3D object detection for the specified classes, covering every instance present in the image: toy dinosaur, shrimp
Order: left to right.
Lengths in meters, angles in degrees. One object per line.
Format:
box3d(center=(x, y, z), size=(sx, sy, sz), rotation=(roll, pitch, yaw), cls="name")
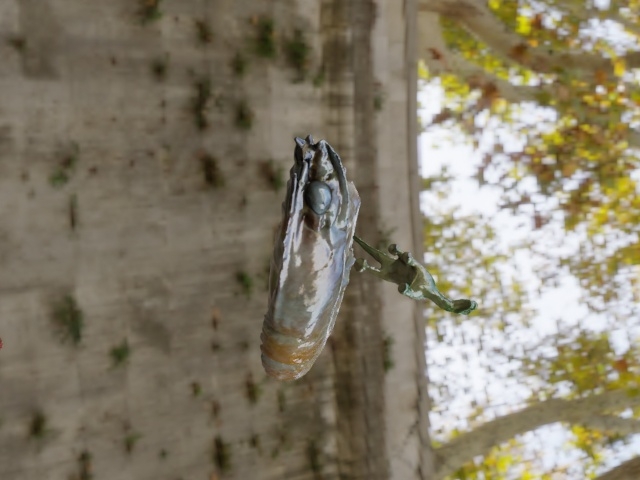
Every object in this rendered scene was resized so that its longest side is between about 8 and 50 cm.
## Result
box3d(center=(0.000, 0.000, 1.081), size=(0.062, 0.164, 0.317), rotation=(17, -34, 8), cls="shrimp")
box3d(center=(0.058, 0.024, 0.921), size=(0.119, 0.060, 0.029), rotation=(26, -95, 55), cls="toy dinosaur")

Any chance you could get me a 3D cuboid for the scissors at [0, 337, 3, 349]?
box3d(center=(-0.370, -0.002, 1.136), size=(0.017, 0.247, 0.144), rotation=(-42, -152, 5), cls="scissors")
